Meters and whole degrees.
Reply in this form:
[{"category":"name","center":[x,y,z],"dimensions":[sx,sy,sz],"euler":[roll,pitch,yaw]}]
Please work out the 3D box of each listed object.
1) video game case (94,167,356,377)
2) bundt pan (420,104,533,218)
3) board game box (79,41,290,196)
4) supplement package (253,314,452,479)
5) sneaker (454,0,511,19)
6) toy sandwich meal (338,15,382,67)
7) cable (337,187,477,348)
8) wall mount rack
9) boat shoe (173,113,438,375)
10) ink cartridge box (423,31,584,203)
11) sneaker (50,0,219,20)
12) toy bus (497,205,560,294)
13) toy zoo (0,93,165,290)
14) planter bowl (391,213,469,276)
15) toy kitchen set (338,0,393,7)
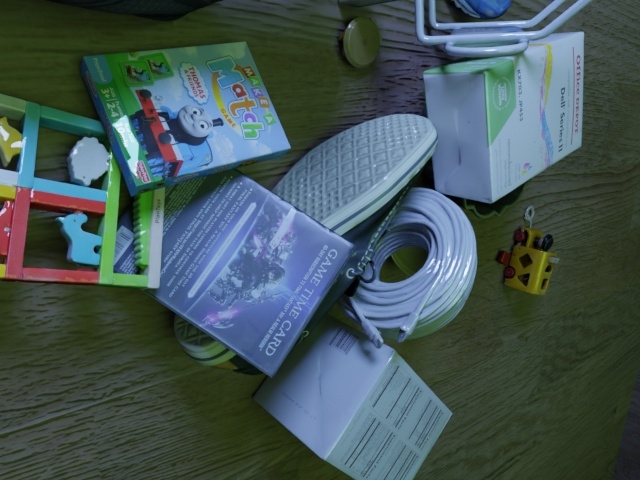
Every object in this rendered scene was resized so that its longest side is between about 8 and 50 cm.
[{"category":"video game case","center":[-0.120,0.015,0.626],"dimensions":[0.274,0.026,0.196],"euler":[33,79,4]},{"category":"bundt pan","center":[0.315,-0.215,0.977],"dimensions":[0.330,0.124,0.331],"euler":[-13,111,-37]},{"category":"board game box","center":[-0.159,-0.159,0.608],"dimensions":[0.211,0.039,0.160],"euler":[-22,88,-35]},{"category":"supplement package","center":[0.065,0.297,0.878],"dimensions":[0.198,0.199,0.263],"euler":[-53,130,-15]},{"category":"sneaker","center":[0.277,-0.537,0.826],"dimensions":[0.130,0.147,0.330],"euler":[-46,129,-19]},{"category":"toy sandwich meal","center":[0.064,-0.325,0.796],"dimensions":[0.085,0.029,0.086],"euler":[-16,117,-33]},{"category":"cable","center":[0.135,0.036,0.817],"dimensions":[0.257,0.257,0.089],"euler":[-44,135,-1]},{"category":"wall mount rack","center":[0.308,-0.368,0.745],"dimensions":[0.350,0.304,0.131],"euler":[-59,148,-57]},{"category":"boat shoe","center":[0.000,0.000,0.750],"dimensions":[0.500,0.186,0.156],"euler":[-49,134,-11]},{"category":"ink cartridge box","center":[0.341,-0.227,0.833],"dimensions":[0.353,0.119,0.207],"euler":[-29,120,-31]},{"category":"sneaker","center":[-0.119,-0.343,0.514],"dimensions":[0.482,0.202,0.185],"euler":[-14,103,-27]},{"category":"toy bus","center":[0.568,0.046,1.286],"dimensions":[0.191,0.104,0.202],"euler":[-43,127,-22]},{"category":"toy zoo","center":[-0.310,-0.052,0.515],"dimensions":[0.293,0.030,0.193],"euler":[9,74,-41]},{"category":"planter bowl","center":[0.224,-0.013,0.959],"dimensions":[0.109,0.162,0.162],"euler":[-39,130,-57]},{"category":"toy kitchen set","center":[0.134,-0.466,0.745],"dimensions":[0.166,0.122,0.207],"euler":[-9,110,-38]}]
